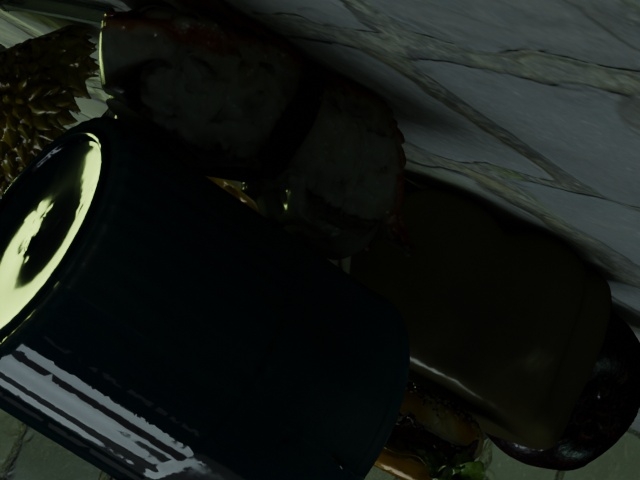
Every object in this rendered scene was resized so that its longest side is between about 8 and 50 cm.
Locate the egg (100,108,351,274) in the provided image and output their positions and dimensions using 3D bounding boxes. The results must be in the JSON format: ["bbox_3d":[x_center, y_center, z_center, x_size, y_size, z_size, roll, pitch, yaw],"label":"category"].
[{"bbox_3d":[-0.070,-0.031,1.408,0.286,0.264,0.174,47,-142,5],"label":"egg"}]

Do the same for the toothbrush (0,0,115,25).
[{"bbox_3d":[-0.280,-0.227,1.409,0.294,0.026,0.028,20,158,42],"label":"toothbrush"}]

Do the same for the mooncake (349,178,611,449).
[{"bbox_3d":[0.119,0.057,1.581,0.378,0.201,0.378,26,171,5],"label":"mooncake"}]

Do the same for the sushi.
[{"bbox_3d":[-0.051,-0.089,1.173,0.332,0.130,0.124,28,173,-30],"label":"sushi"}]

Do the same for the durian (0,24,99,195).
[{"bbox_3d":[-0.311,-0.124,1.497,0.183,0.138,0.249,-9,165,-47],"label":"durian"}]

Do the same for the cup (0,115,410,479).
[{"bbox_3d":[-0.118,0.053,1.176,0.292,0.242,0.308,35,-150,-30],"label":"cup"}]

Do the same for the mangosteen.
[{"bbox_3d":[0.276,0.168,1.803,0.216,0.216,0.216,24,175,2],"label":"mangosteen"}]

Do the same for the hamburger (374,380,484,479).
[{"bbox_3d":[0.098,0.196,1.488,0.164,0.093,0.189,32,172,-34],"label":"hamburger"}]

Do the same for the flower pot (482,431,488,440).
[{"bbox_3d":[0.153,0.162,1.994,0.212,0.212,0.202,29,-166,-44],"label":"flower pot"}]
